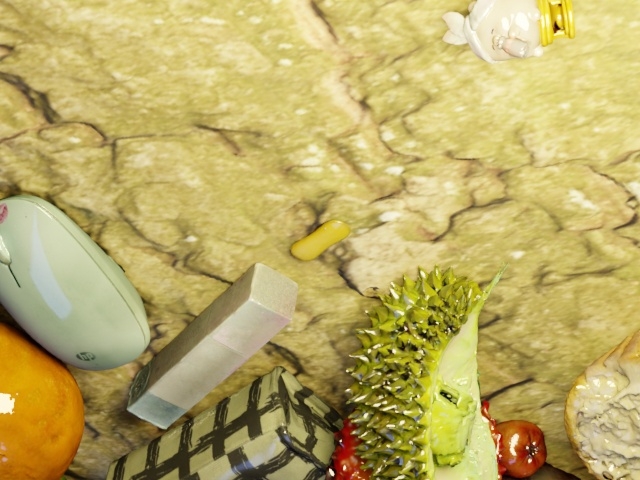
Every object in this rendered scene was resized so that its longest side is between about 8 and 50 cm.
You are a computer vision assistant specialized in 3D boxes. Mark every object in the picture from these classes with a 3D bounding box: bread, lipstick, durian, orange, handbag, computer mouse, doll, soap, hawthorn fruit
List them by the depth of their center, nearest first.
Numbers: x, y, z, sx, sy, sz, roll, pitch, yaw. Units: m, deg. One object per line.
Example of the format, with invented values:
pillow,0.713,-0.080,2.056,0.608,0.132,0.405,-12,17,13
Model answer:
doll,0.180,-0.202,1.302,0.127,0.084,0.073,-8,135,8
soap,0.000,0.000,1.607,0.034,0.012,0.089,35,132,-27
durian,0.130,0.202,1.634,0.170,0.355,0.157,-6,-171,-28
bread,0.435,0.202,1.654,0.274,0.149,0.274,7,133,7
computer mouse,-0.331,0.067,1.678,0.159,0.097,0.288,-16,133,28
lipstick,-0.145,0.141,1.746,0.068,0.066,0.317,30,134,-20
orange,-0.450,0.228,1.776,0.284,0.226,0.284,5,143,4
hawthorn fruit,0.256,0.280,1.829,0.081,0.081,0.093,38,160,-28
handbag,-0.078,0.357,1.886,0.325,0.162,0.327,-31,126,23

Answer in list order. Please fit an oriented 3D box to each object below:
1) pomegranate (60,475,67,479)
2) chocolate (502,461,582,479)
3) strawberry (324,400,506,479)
pomegranate,-0.499,0.412,2.024,0.302,0.236,0.236,30,146,28
chocolate,0.292,0.456,1.857,0.284,0.186,0.283,-6,117,-12
strawberry,0.121,0.292,1.772,0.234,0.233,0.178,7,172,2
